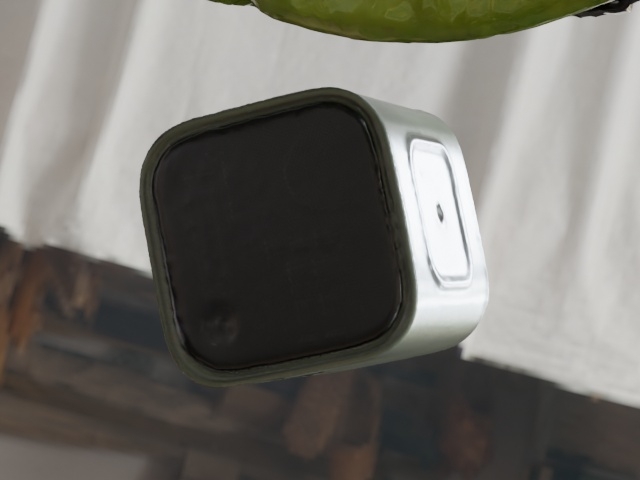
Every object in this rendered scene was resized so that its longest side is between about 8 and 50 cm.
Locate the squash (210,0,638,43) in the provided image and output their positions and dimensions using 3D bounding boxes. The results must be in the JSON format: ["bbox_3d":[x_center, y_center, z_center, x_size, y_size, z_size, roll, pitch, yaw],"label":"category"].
[{"bbox_3d":[0.024,-0.178,0.466,0.210,0.233,0.309,4,10,15],"label":"squash"}]

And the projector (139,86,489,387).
[{"bbox_3d":[0.000,0.000,0.555,0.083,0.083,0.082,-13,-5,20],"label":"projector"}]
